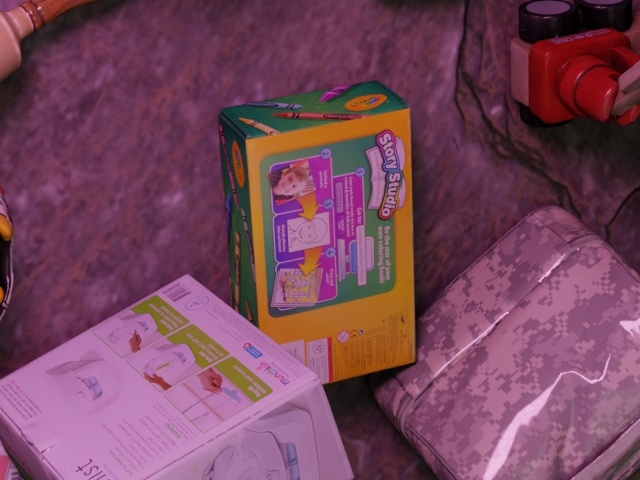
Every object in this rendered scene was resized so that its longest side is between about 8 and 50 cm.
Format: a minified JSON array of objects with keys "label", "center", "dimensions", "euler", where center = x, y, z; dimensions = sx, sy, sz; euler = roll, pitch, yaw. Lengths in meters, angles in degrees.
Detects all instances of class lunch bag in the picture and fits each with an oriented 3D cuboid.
[{"label":"lunch bag","center":[0.231,0.155,1.801],"dimensions":[0.305,0.256,0.212],"euler":[-41,122,-2]}]

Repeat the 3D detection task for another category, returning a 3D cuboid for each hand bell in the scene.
[{"label":"hand bell","center":[-0.239,-0.196,1.537],"dimensions":[0.242,0.126,0.126],"euler":[-34,123,-23]}]

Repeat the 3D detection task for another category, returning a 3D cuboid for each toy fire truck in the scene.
[{"label":"toy fire truck","center":[0.321,-0.169,1.700],"dimensions":[0.217,0.246,0.158],"euler":[-12,117,-19]}]

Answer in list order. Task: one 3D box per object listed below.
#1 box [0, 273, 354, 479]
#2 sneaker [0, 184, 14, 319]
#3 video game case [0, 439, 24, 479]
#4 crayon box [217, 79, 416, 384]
[{"label":"box","center":[-0.142,0.170,1.619],"dimensions":[0.231,0.262,0.126],"euler":[-31,122,-19]},{"label":"sneaker","center":[-0.323,0.058,1.600],"dimensions":[0.088,0.093,0.225],"euler":[3,112,-26]},{"label":"video game case","center":[-0.395,0.313,1.723],"dimensions":[0.204,0.025,0.285],"euler":[8,109,-27]},{"label":"crayon box","center":[0.000,0.000,1.728],"dimensions":[0.165,0.081,0.278],"euler":[-12,117,-20]}]
